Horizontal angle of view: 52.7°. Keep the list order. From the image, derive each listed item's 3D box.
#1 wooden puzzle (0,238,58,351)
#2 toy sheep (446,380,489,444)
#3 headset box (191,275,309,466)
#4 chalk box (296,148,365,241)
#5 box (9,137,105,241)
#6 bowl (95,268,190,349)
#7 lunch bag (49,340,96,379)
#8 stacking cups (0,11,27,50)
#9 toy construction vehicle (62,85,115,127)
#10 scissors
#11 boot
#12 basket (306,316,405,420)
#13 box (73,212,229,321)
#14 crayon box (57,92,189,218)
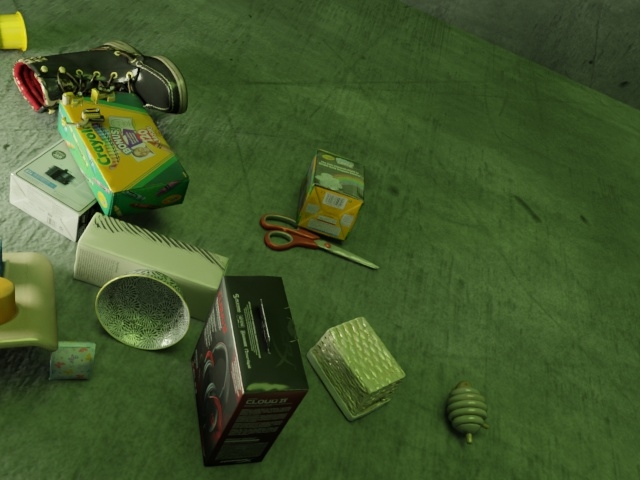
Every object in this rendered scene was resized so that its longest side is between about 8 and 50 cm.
[{"bbox_3d":[-0.609,0.074,1.037,0.348,0.080,0.322,4,21,-25],"label":"wooden puzzle"},{"bbox_3d":[0.299,0.347,1.311,0.091,0.091,0.132,11,51,-17],"label":"toy sheep"},{"bbox_3d":[-0.125,0.211,1.078,0.110,0.293,0.218,3,49,-24],"label":"headset box"},{"bbox_3d":[0.027,-0.125,1.583,0.132,0.132,0.213,18,36,-9],"label":"chalk box"},{"bbox_3d":[-0.495,-0.145,1.384,0.169,0.087,0.290,31,43,4],"label":"box"},{"bbox_3d":[-0.315,0.111,1.185,0.170,0.170,0.080,19,31,-8],"label":"bowl"},{"bbox_3d":[-0.422,0.197,1.099,0.071,0.083,0.053,3,49,-23],"label":"lunch bag"},{"bbox_3d":[-0.875,-0.488,1.536,0.316,0.096,0.096,-15,57,-30],"label":"stacking cups"},{"bbox_3d":[-0.454,-0.259,1.266,0.098,0.086,0.035,-12,63,-34],"label":"toy construction vehicle"},{"bbox_3d":[0.000,0.000,1.536,0.297,0.021,0.109,11,44,-14],"label":"scissors"},{"bbox_3d":[-0.513,-0.365,1.509,0.284,0.138,0.377,-24,45,-37],"label":"boot"},{"bbox_3d":[0.071,0.248,1.277,0.113,0.103,0.167,-16,57,-37],"label":"basket"},{"bbox_3d":[-0.329,0.053,1.262,0.275,0.113,0.094,20,42,-9],"label":"box"},{"bbox_3d":[-0.411,-0.182,1.336,0.165,0.081,0.278,-17,59,-36],"label":"crayon box"}]
